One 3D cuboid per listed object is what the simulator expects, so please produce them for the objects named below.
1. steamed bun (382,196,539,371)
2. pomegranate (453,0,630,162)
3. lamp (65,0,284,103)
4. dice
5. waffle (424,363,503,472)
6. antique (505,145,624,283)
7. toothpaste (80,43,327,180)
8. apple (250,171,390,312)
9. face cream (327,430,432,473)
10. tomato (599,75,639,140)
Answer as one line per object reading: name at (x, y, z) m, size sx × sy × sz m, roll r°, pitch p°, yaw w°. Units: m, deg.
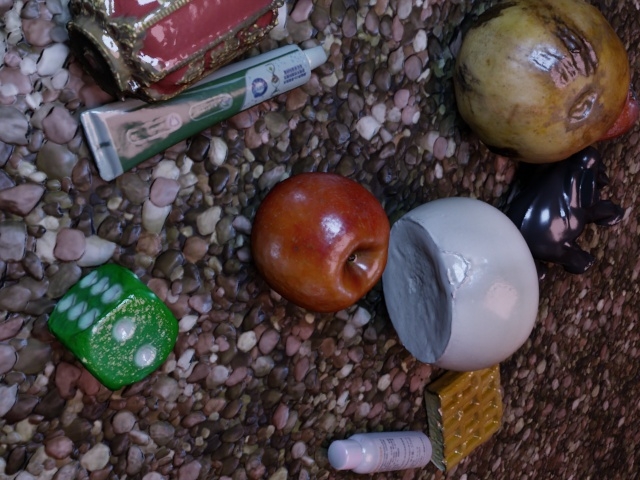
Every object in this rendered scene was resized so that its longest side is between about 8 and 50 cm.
steamed bun at (0.257, 0.076, 1.247) m, size 0.206 × 0.324 × 0.324 m, roll -8°, pitch 112°, yaw -17°
pomegranate at (0.400, -0.296, 1.269) m, size 0.322 × 0.322 × 0.322 m, roll -16°, pitch 116°, yaw -37°
lamp at (-0.172, -0.288, 0.849) m, size 0.274 × 0.177 × 0.177 m, roll -39°, pitch 128°, yaw -22°
dice at (-0.278, 0.114, 0.926) m, size 0.131 × 0.128 × 0.120 m, roll -46°, pitch 129°, yaw -17°
waffle at (0.344, 0.395, 1.634) m, size 0.221 × 0.055 × 0.247 m, roll -28°, pitch 122°, yaw -32°
antique at (0.540, -0.063, 1.548) m, size 0.322 × 0.185 × 0.255 m, roll -53°, pitch 134°, yaw -9°
toothpaste at (-0.145, -0.203, 0.975) m, size 0.392 × 0.061 × 0.098 m, roll -29°, pitch 124°, yaw -27°
apple at (0.000, 0.000, 1.085) m, size 0.218 × 0.201 × 0.218 m, roll -25°, pitch 128°, yaw -37°
face cream at (0.124, 0.441, 1.438) m, size 0.269 × 0.082 × 0.081 m, roll 14°, pitch 96°, yaw -43°
tomato at (0.567, -0.313, 1.474) m, size 0.232 × 0.189 × 0.231 m, roll 35°, pitch 47°, yaw -49°
